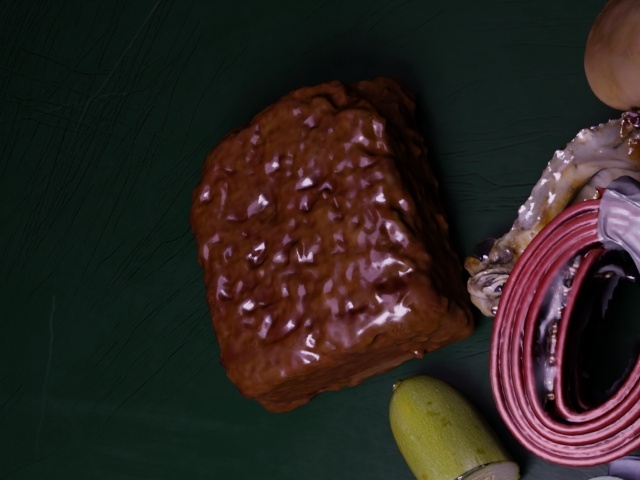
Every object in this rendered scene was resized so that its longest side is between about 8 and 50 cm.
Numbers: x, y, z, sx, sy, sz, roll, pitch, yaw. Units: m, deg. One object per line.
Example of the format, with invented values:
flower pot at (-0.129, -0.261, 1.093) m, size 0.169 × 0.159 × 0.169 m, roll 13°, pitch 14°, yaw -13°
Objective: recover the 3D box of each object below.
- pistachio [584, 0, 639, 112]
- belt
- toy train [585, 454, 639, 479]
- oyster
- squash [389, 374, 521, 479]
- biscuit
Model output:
pistachio at (0.443, -0.256, 1.564) m, size 0.213 × 0.163 × 0.260 m, roll 31°, pitch 83°, yaw 17°
belt at (0.320, 0.092, 1.452) m, size 0.227 × 0.115 × 0.323 m, roll 21°, pitch 98°, yaw 21°
toy train at (0.381, 0.382, 1.400) m, size 0.249 × 0.173 × 0.307 m, roll -2°, pitch 59°, yaw 27°
oyster at (0.314, -0.005, 1.587) m, size 0.337 × 0.133 × 0.197 m, roll -35°, pitch 60°, yaw 24°
squash at (0.150, 0.247, 1.630) m, size 0.123 × 0.123 × 0.186 m, roll -45°, pitch 56°, yaw 13°
biscuit at (0.000, 0.000, 1.753) m, size 0.343 × 0.166 × 0.395 m, roll -27°, pitch 65°, yaw 26°
